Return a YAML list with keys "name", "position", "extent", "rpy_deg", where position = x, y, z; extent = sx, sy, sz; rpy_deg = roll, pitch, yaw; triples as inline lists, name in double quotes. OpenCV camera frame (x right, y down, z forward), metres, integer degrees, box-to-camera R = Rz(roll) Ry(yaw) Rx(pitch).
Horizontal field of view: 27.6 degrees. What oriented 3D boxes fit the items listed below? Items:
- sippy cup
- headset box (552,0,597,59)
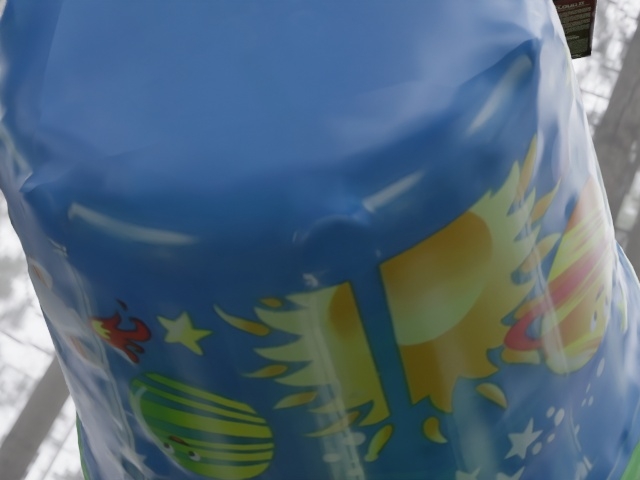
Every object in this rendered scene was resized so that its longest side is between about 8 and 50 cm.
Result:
- name: "sippy cup"
  position: [0.000, 0.000, 0.449]
  extent: [0.305, 0.240, 0.224]
  rpy_deg: [28, -25, 28]
- name: "headset box"
  position: [0.146, -0.156, 0.797]
  extent: [0.032, 0.062, 0.083]
  rpy_deg: [-12, -22, 5]
